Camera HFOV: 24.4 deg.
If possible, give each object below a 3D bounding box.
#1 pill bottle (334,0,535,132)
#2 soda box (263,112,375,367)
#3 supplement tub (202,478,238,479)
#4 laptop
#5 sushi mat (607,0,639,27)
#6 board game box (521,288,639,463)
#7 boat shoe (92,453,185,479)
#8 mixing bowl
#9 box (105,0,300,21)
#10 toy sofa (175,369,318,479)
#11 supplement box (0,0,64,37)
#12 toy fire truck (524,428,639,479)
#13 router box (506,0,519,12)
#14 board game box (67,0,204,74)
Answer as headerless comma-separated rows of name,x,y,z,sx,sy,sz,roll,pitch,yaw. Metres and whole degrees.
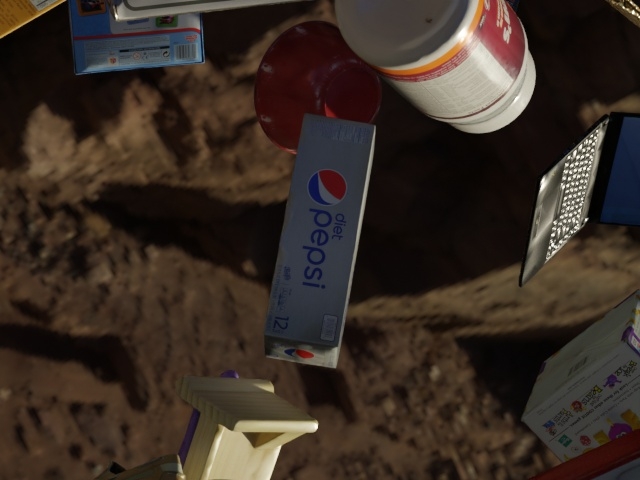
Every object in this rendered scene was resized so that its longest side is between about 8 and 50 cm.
pill bottle,0.106,-0.170,1.254,0.221,0.121,0.121,29,39,-63
soda box,0.000,0.000,1.762,0.098,0.091,0.286,92,7,-69
supplement tub,-0.078,0.311,0.838,0.193,0.193,0.316,51,42,-24
laptop,0.419,-0.051,2.092,0.136,0.234,0.264,33,56,26
sushi mat,0.277,-0.363,1.820,0.316,0.019,0.151,45,13,29
board game box,0.361,0.213,1.519,0.275,0.144,0.142,47,27,-3
boat shoe,-0.241,0.295,1.731,0.068,0.190,0.072,49,30,-55
mixing bowl,0.013,-0.192,1.941,0.181,0.181,0.098,44,-11,-36
box,0.006,-0.237,0.881,0.087,0.290,0.169,-118,-158,-57
toy sofa,-0.159,0.343,1.834,0.150,0.363,0.177,8,15,-46
supplement box,-0.409,-0.339,1.984,0.080,0.233,0.078,54,17,-40
toy fire truck,0.195,0.306,1.219,0.254,0.302,0.169,58,17,-17
router box,0.148,-0.238,1.584,0.122,0.038,0.092,16,90,-31
board game box,-0.224,-0.310,1.765,0.039,0.160,0.211,-117,-156,-59
